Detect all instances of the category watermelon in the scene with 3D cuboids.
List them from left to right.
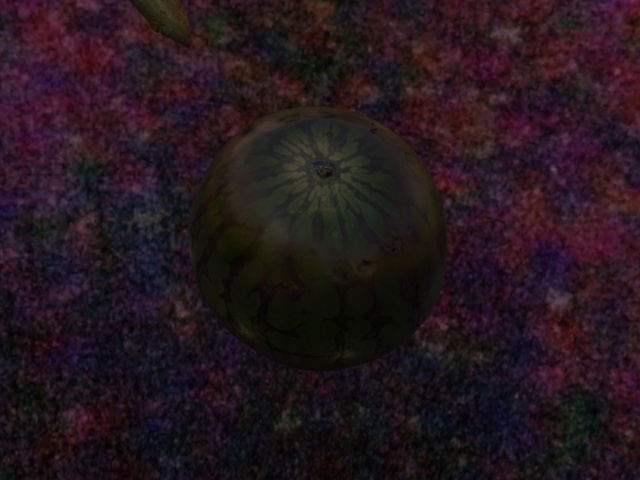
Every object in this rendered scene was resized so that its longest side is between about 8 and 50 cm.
[{"bbox_3d":[0.000,0.000,1.089,0.363,0.363,0.363,7,31,-5],"label":"watermelon"}]

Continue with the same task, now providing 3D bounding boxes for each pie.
[{"bbox_3d":[-0.317,-0.472,1.495,0.078,0.277,0.277,-22,33,5],"label":"pie"}]
